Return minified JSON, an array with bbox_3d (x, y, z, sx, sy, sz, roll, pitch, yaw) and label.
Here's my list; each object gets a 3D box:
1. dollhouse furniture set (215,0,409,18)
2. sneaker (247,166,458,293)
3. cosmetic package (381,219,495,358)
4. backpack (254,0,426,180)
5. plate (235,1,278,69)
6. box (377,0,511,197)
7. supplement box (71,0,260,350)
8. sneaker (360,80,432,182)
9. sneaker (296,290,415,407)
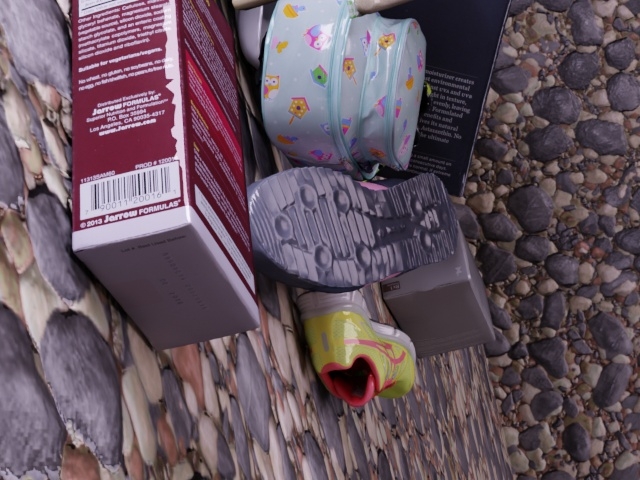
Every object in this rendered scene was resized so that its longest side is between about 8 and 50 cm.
[{"bbox_3d":[0.012,-0.275,1.055,0.151,0.301,0.197,-60,132,-72],"label":"dollhouse furniture set"},{"bbox_3d":[0.000,0.000,1.227,0.319,0.131,0.112,1,77,-56],"label":"sneaker"},{"bbox_3d":[0.166,0.074,1.946,0.238,0.127,0.107,63,16,-58],"label":"cosmetic package"},{"bbox_3d":[0.019,-0.146,1.255,0.188,0.144,0.166,30,69,-66],"label":"backpack"},{"bbox_3d":[-0.035,-0.274,1.396,0.278,0.045,0.277,38,55,-74],"label":"plate"},{"bbox_3d":[0.139,-0.241,1.772,0.296,0.183,0.294,-62,166,-76],"label":"box"},{"bbox_3d":[-0.097,-0.070,0.840,0.130,0.073,0.239,63,17,-55],"label":"supplement box"},{"bbox_3d":[0.060,-0.119,1.540,0.234,0.097,0.084,-59,134,-42],"label":"sneaker"},{"bbox_3d":[0.036,0.123,1.314,0.208,0.081,0.094,42,34,-53],"label":"sneaker"}]
